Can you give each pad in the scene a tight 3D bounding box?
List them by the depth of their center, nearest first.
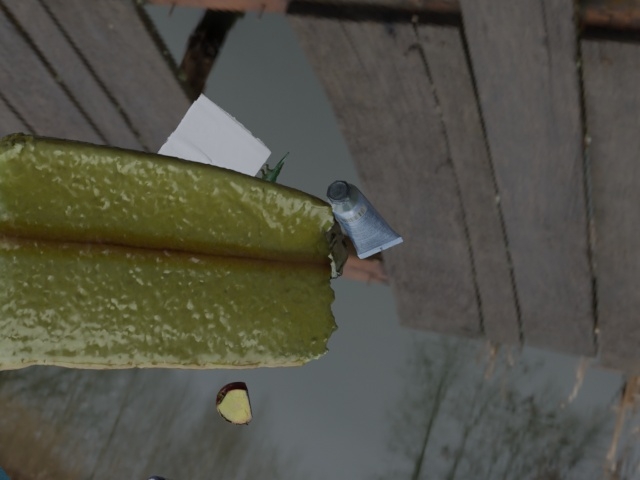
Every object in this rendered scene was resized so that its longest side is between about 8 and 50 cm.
[{"bbox_3d":[-0.183,-0.139,1.713,0.004,0.156,0.232,36,179,35],"label":"pad"}]

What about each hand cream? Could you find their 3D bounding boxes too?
[{"bbox_3d":[0.072,-0.033,1.805,0.091,0.058,0.271,-25,152,9],"label":"hand cream"}]

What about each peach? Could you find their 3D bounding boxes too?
[{"bbox_3d":[-0.152,0.294,1.837,0.083,0.077,0.050,33,-170,-28],"label":"peach"}]

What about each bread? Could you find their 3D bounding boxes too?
[{"bbox_3d":[-0.144,0.023,1.060,0.361,0.233,0.245,5,179,-5],"label":"bread"}]

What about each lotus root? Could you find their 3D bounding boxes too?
[{"bbox_3d":[-0.003,0.003,1.889,0.070,0.143,0.144,-19,-175,18],"label":"lotus root"}]

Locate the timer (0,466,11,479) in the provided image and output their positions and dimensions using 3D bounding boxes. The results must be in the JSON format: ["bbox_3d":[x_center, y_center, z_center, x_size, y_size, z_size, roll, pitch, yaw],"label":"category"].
[{"bbox_3d":[-0.713,0.567,2.047,0.091,0.232,0.250,-36,96,23],"label":"timer"}]

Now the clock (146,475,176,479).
[{"bbox_3d":[-0.268,0.510,1.656,0.083,0.231,0.230,17,158,-17],"label":"clock"}]

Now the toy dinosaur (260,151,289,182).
[{"bbox_3d":[-0.090,-0.127,1.953,0.029,0.060,0.119,26,133,-29],"label":"toy dinosaur"}]
